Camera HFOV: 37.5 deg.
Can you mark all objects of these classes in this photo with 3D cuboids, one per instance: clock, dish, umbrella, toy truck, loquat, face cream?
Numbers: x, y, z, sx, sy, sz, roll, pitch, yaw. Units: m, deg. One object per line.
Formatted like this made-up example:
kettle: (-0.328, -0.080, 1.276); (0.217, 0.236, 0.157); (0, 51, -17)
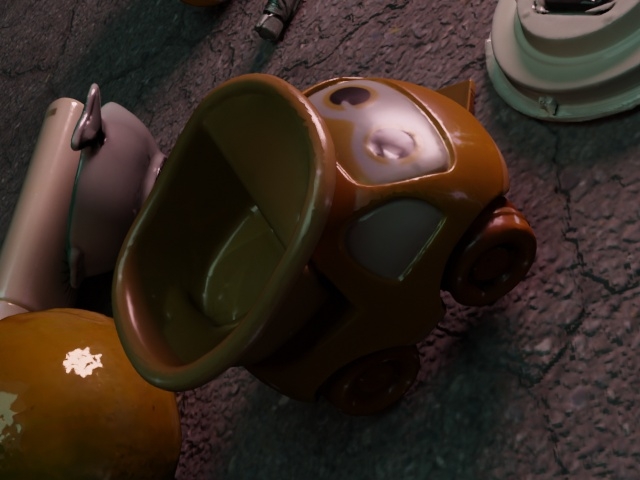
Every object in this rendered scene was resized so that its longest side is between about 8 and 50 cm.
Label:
clock: (0.233, -0.207, 0.780); (0.237, 0.053, 0.236); (-23, 50, 31)
dish: (-0.212, -0.057, 1.021); (0.078, 0.246, 0.224); (11, 59, -1)
umbrella: (-0.027, -0.322, 1.106); (0.188, 0.050, 0.046); (-62, 20, -10)
toy truck: (0.000, 0.000, 0.721); (0.288, 0.212, 0.204); (-50, 46, 16)
loquat: (-0.236, 0.179, 0.832); (0.244, 0.244, 0.243); (-24, 49, 30)
face cream: (-0.310, 0.026, 1.054); (0.081, 0.173, 0.348); (7, 61, 2)

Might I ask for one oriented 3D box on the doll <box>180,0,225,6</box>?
doll: (-0.175, -0.415, 1.231); (0.166, 0.162, 0.269); (-56, 28, 19)

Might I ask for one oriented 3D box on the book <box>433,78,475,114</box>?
book: (0.080, -0.059, 0.849); (0.118, 0.012, 0.172); (-12, 56, 38)
